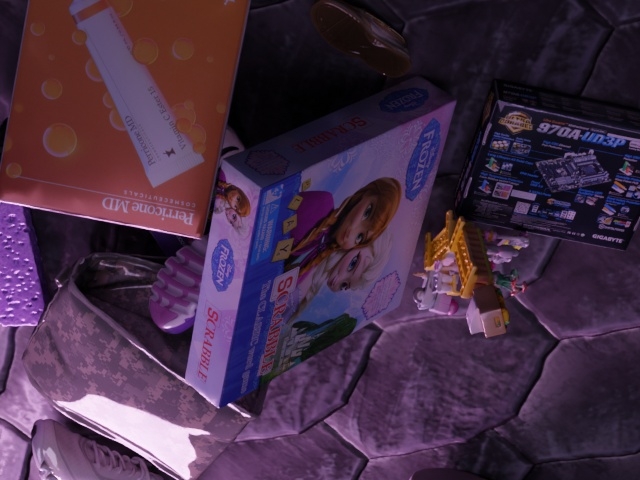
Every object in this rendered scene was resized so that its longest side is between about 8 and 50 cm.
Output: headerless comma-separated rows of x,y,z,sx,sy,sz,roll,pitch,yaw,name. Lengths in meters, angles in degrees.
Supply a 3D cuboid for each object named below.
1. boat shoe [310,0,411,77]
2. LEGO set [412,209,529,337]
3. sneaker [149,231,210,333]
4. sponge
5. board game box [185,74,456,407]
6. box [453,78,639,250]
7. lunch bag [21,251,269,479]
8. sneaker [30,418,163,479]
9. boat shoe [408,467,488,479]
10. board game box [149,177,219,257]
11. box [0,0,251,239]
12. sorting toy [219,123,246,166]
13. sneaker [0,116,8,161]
0.044,-0.232,1.667,0.135,0.045,0.050,35,129,-27,boat shoe
0.198,0.037,1.755,0.107,0.287,0.132,7,92,-13,LEGO set
-0.096,0.026,1.752,0.236,0.095,0.104,-48,135,-9,sneaker
-0.412,0.021,1.886,0.117,0.031,0.210,-1,129,4,sponge
0.000,0.000,1.705,0.066,0.318,0.318,37,134,28,board game box
0.285,-0.086,1.769,0.220,0.051,0.175,11,128,-6,box
-0.215,0.141,1.856,0.287,0.169,0.235,31,141,-7,lunch bag
-0.295,0.329,2.085,0.118,0.110,0.292,-28,131,12,sneaker
0.250,0.443,2.129,0.341,0.127,0.158,20,118,-14,boat shoe
-0.114,0.006,1.855,0.141,0.048,0.170,-21,124,16,board game box
-0.190,-0.197,1.534,0.215,0.168,0.345,10,98,-5,box
-0.129,-0.115,1.768,0.083,0.045,0.075,-29,129,21,sorting toy
-0.242,-0.136,1.729,0.286,0.109,0.130,-24,133,27,sneaker
